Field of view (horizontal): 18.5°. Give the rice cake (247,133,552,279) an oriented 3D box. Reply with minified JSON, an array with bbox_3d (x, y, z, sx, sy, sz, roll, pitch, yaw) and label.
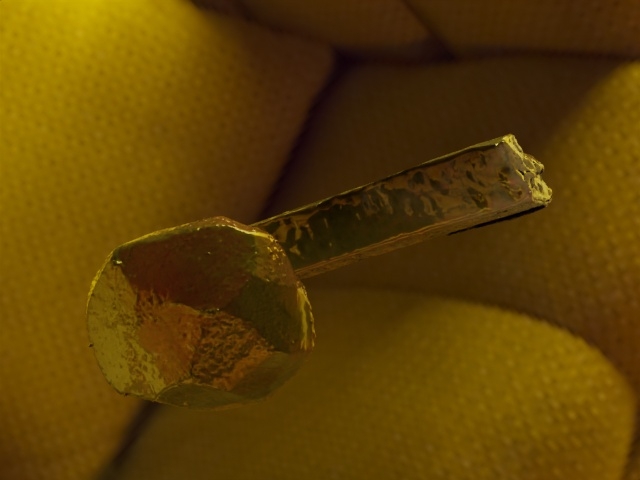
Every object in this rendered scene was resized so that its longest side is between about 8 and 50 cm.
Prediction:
[{"bbox_3d":[0.000,0.000,0.854,0.211,0.034,0.043,-19,-2,26],"label":"rice cake"}]

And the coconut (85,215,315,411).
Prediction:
[{"bbox_3d":[-0.043,0.030,0.779,0.082,0.081,0.083,33,109,27],"label":"coconut"}]
